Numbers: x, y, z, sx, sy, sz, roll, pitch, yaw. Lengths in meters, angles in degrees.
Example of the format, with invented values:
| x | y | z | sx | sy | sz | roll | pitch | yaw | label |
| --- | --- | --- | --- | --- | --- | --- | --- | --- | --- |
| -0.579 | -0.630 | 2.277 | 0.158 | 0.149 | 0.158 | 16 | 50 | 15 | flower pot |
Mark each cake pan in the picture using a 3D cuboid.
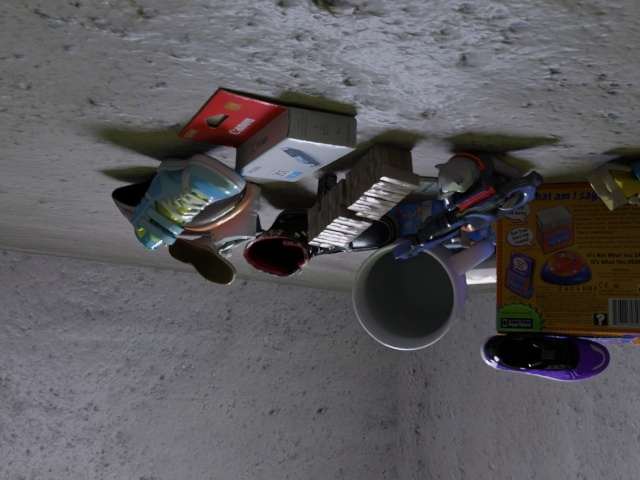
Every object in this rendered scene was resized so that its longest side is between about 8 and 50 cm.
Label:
| x | y | z | sx | sy | sz | roll | pitch | yaw | label |
| --- | --- | --- | --- | --- | --- | --- | --- | --- | --- |
| -0.306 | -0.049 | 2.039 | 0.293 | 0.054 | 0.293 | 0 | -175 | 0 | cake pan |

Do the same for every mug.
| x | y | z | sx | sy | sz | roll | pitch | yaw | label |
| --- | --- | --- | --- | --- | --- | --- | --- | --- | --- |
| 0.303 | 0.104 | 1.912 | 0.374 | 0.276 | 0.328 | -33 | 173 | 20 | mug |

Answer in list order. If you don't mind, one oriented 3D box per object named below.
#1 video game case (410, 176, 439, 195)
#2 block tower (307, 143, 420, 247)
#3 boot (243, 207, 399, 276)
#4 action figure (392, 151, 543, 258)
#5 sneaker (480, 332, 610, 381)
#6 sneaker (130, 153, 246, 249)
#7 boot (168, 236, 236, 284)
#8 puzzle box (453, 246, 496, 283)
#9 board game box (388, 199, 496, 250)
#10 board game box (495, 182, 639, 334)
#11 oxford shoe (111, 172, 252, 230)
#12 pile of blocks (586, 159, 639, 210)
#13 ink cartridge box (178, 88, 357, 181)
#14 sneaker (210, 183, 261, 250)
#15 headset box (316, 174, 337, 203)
| x | y | z | sx | sy | sz | roll | pitch | yaw | label |
| --- | --- | --- | --- | --- | --- | --- | --- | --- | --- |
| 0.232 | -0.133 | 1.712 | 0.166 | 0.015 | 0.119 | 3 | 171 | -7 | video game case |
| 0.085 | -0.091 | 1.543 | 0.091 | 0.097 | 0.335 | 11 | 153 | -26 | block tower |
| 0.000 | 0.000 | 1.903 | 0.377 | 0.138 | 0.284 | 6 | -160 | 21 | boot |
| 0.302 | -0.086 | 1.529 | 0.341 | 0.178 | 0.330 | -26 | 156 | 15 | action figure |
| 0.526 | 0.269 | 1.627 | 0.293 | 0.102 | 0.146 | 2 | 167 | 7 | sneaker |
| -0.290 | -0.069 | 1.498 | 0.127 | 0.208 | 0.319 | 37 | 163 | -29 | sneaker |
| -0.282 | 0.045 | 1.905 | 0.213 | 0.077 | 0.165 | 26 | -164 | 23 | boot |
| 0.425 | 0.058 | 2.222 | 0.409 | 0.052 | 0.272 | -6 | -158 | 38 | puzzle box |
| 0.319 | -0.031 | 2.064 | 0.302 | 0.086 | 0.308 | 11 | 167 | -38 | board game box |
| 0.638 | 0.070 | 1.775 | 0.357 | 0.356 | 0.356 | -1 | 169 | 19 | board game box |
| -0.345 | -0.103 | 1.731 | 0.364 | 0.130 | 0.133 | -10 | 150 | 20 | oxford shoe |
| 0.729 | -0.124 | 1.461 | 0.362 | 0.149 | 0.112 | 12 | -148 | -4 | pile of blocks |
| -0.112 | -0.187 | 1.345 | 0.261 | 0.066 | 0.296 | 6 | 170 | -24 | ink cartridge box |
| -0.292 | -0.057 | 1.841 | 0.292 | 0.169 | 0.108 | -1 | 171 | 29 | sneaker |
| 0.015 | -0.109 | 1.701 | 0.032 | 0.083 | 0.062 | 6 | 169 | -17 | headset box |
